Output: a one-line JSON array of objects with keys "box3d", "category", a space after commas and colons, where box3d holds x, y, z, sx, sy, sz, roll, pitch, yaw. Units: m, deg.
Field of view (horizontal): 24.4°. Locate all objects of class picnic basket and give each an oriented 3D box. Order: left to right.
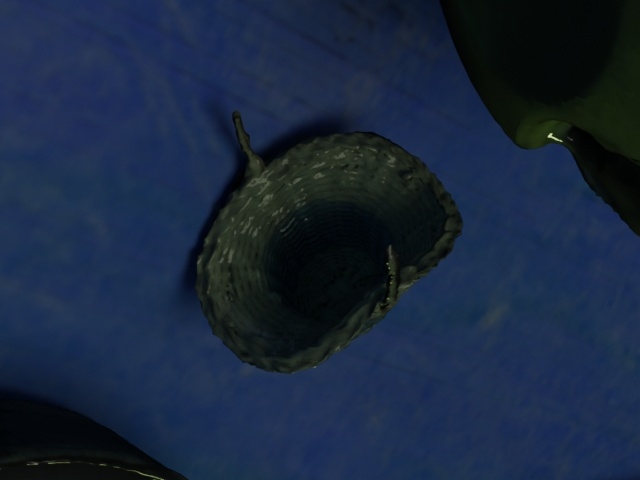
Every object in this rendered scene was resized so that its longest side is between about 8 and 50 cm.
[{"box3d": [0.000, 0.000, 0.437, 0.083, 0.065, 0.083, -39, 159, -8], "category": "picnic basket"}]

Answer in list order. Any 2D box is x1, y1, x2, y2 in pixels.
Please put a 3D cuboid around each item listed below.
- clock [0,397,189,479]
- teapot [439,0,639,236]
[{"box3d": [-0.120, 0.146, 0.415, 0.226, 0.049, 0.226, -26, 132, -33], "category": "clock"}, {"box3d": [0.150, -0.139, 0.371, 0.239, 0.239, 0.321, -15, 131, -23], "category": "teapot"}]
